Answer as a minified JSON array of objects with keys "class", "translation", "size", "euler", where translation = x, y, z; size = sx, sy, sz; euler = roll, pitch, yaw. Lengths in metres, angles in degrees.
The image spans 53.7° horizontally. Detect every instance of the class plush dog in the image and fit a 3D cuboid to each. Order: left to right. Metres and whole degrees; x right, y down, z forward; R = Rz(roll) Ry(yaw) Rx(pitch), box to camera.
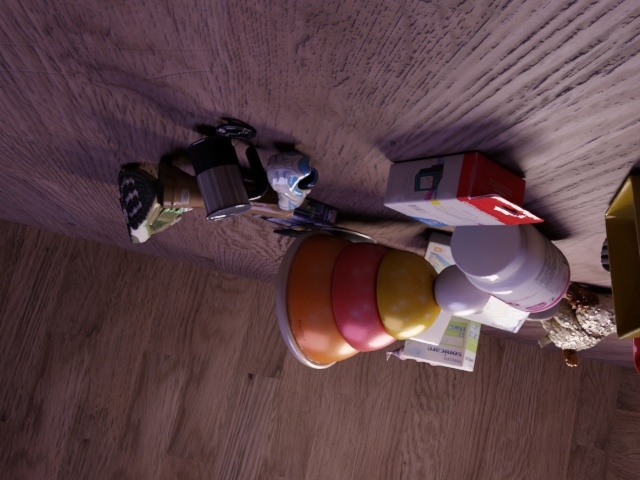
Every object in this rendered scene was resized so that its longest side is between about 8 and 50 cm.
[{"class":"plush dog","translation":[0.750,0.220,1.773],"size":[0.263,0.210,0.225],"euler":[16,146,-13]}]

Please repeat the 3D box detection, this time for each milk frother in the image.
[{"class":"milk frother","translation":[-0.159,-0.122,1.100],"size":[0.129,0.134,0.143],"euler":[-18,173,-4]}]

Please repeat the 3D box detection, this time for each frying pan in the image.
[{"class":"frying pan","translation":[-0.003,-0.007,1.791],"size":[0.327,0.053,0.197],"euler":[7,168,11]}]

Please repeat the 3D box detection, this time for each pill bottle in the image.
[{"class":"pill bottle","translation":[0.378,0.041,1.257],"size":[0.161,0.160,0.283],"euler":[4,166,39]}]

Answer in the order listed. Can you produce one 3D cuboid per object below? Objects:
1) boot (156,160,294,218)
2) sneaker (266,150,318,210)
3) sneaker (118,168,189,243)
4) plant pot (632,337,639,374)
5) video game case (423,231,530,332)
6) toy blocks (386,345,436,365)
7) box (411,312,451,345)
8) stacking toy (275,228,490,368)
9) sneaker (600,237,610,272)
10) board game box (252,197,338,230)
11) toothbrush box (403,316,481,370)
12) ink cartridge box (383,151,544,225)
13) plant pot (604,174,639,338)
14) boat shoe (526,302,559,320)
[{"class":"boot","translation":[-0.215,-0.103,1.380],"size":[0.270,0.089,0.236],"euler":[3,-161,-20]},{"class":"sneaker","translation":[-0.045,-0.107,1.201],"size":[0.086,0.085,0.237],"euler":[3,172,5]},{"class":"sneaker","translation":[-0.417,-0.105,1.640],"size":[0.182,0.157,0.410],"euler":[-17,178,-20]},{"class":"plant pot","translation":[0.762,0.194,1.213],"size":[0.236,0.267,0.267],"euler":[-10,-156,12]},{"class":"video game case","translation":[0.397,0.115,1.606],"size":[0.300,0.036,0.329],"euler":[16,149,8]},{"class":"toy blocks","translation":[0.357,0.315,2.387],"size":[0.260,0.288,0.309],"euler":[-4,165,41]},{"class":"box","translation":[0.201,0.164,1.909],"size":[0.346,0.168,0.215],"euler":[16,-166,-20]},{"class":"stacking toy","translation":[0.167,0.135,1.494],"size":[0.480,0.350,0.351],"euler":[-4,162,32]},{"class":"sneaker","translation":[0.658,0.034,1.110],"size":[0.163,0.106,0.281],"euler":[11,-179,-29]},{"class":"board game box","translation":[-0.063,-0.068,1.518],"size":[0.141,0.048,0.170],"euler":[17,169,-31]},{"class":"toothbrush box","translation":[0.411,0.266,2.079],"size":[0.206,0.283,0.122],"euler":[7,169,32]},{"class":"ink cartridge box","translation":[0.232,-0.078,1.023],"size":[0.134,0.077,0.231],"euler":[20,167,-37]},{"class":"plant pot","translation":[0.543,0.029,0.924],"size":[0.187,0.212,0.212],"euler":[-3,166,14]},{"class":"boat shoe","translation":[0.486,0.133,1.785],"size":[0.341,0.127,0.158],"euler":[20,177,1]}]
